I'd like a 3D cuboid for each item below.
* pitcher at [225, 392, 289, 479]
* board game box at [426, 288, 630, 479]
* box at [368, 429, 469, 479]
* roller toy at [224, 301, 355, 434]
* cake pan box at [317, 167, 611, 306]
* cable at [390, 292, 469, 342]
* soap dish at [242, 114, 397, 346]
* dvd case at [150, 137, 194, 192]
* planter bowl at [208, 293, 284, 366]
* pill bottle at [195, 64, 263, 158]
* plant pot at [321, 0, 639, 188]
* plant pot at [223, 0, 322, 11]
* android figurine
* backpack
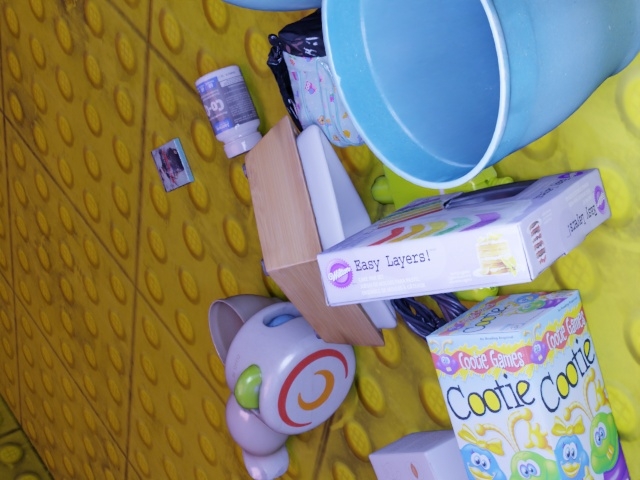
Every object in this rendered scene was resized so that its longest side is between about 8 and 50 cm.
[{"bbox_3d":[-0.118,0.323,2.216,0.207,0.125,0.178,88,162,-51],"label":"pitcher"},{"bbox_3d":[0.260,0.216,1.462,0.142,0.144,0.275,-9,102,44],"label":"board game box"},{"bbox_3d":[0.170,0.360,1.783,0.170,0.091,0.130,-21,91,61],"label":"box"},{"bbox_3d":[-0.051,0.205,1.942,0.146,0.191,0.209,35,173,42],"label":"roller toy"},{"bbox_3d":[0.165,-0.006,1.317,0.246,0.267,0.070,-7,102,34],"label":"cake pan box"},{"bbox_3d":[0.165,0.112,1.609,0.184,0.047,0.150,53,164,-20],"label":"cable"},{"bbox_3d":[0.000,0.000,1.624,0.291,0.118,0.229,55,-161,-57],"label":"soap dish"},{"bbox_3d":[-0.282,-0.142,2.262,0.119,0.013,0.087,-13,98,61],"label":"dvd case"},{"bbox_3d":[-0.108,0.161,2.085,0.162,0.109,0.162,36,137,42],"label":"planter bowl"},{"bbox_3d":[-0.144,-0.207,1.929,0.078,0.078,0.137,-18,93,60],"label":"pill bottle"},{"bbox_3d":[0.182,-0.221,1.210,0.271,0.255,0.272,36,138,41],"label":"plant pot"},{"bbox_3d":[-0.050,-0.417,1.479,0.293,0.235,0.293,37,138,41],"label":"plant pot"},{"bbox_3d":[0.168,-0.035,1.558,0.273,0.056,0.248,-6,104,60],"label":"android figurine"},{"bbox_3d":[0.019,-0.214,1.603,0.115,0.152,0.182,27,137,44],"label":"backpack"}]
